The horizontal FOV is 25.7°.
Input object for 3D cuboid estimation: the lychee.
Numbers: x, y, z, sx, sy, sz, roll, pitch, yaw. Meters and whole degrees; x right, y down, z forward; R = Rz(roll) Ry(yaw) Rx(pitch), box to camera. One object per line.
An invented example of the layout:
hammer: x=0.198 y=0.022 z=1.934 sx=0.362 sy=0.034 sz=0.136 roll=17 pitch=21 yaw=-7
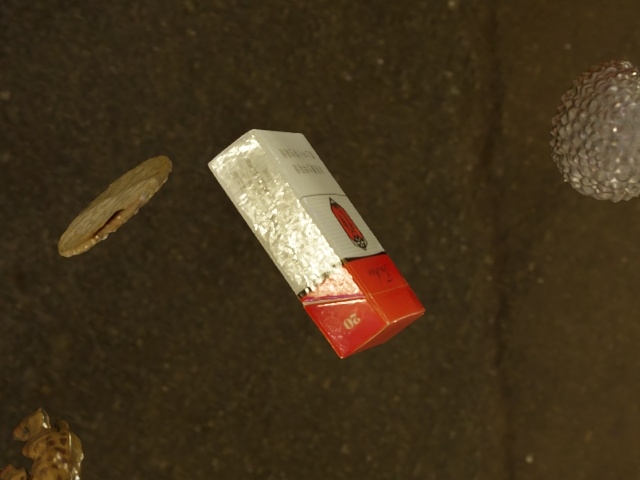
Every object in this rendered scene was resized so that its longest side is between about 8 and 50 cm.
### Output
lychee: x=0.366 y=-0.138 z=1.681 sx=0.197 sy=0.165 sz=0.165 roll=-41 pitch=148 yaw=11

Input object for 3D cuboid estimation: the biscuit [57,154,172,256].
biscuit: x=-0.168 y=-0.028 z=1.141 sx=0.015 sy=0.120 sz=0.120 roll=50 pitch=62 yaw=-18

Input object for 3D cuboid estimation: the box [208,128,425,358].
box: x=0.000 y=0.000 z=0.918 sx=0.048 sy=0.152 sz=0.100 roll=-35 pitch=172 yaw=18

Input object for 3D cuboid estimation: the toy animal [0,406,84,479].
toy animal: x=-0.241 y=0.247 z=1.244 sx=0.054 sy=0.275 sz=0.149 roll=20 pitch=102 yaw=-31
